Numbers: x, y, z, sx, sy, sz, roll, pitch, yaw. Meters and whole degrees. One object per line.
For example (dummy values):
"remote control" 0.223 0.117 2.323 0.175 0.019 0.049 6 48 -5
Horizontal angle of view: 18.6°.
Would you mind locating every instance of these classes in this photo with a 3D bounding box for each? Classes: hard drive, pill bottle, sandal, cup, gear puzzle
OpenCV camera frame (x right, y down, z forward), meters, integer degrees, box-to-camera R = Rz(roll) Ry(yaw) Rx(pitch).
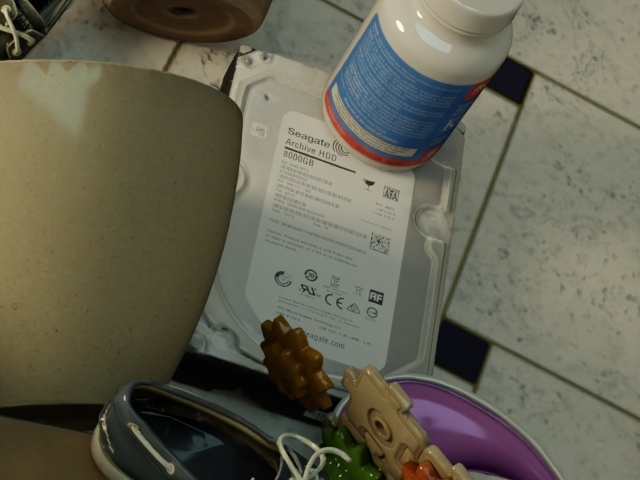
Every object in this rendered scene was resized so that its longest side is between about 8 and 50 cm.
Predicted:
"hard drive" 0.000 0.000 1.755 0.236 0.064 0.339 19 54 -12
"pill bottle" 0.094 -0.168 1.720 0.124 0.221 0.124 11 56 -17
"sandal" 0.175 0.269 1.600 0.169 0.102 0.416 -40 86 -18
"cup" -0.219 0.023 1.513 0.331 0.331 0.237 2 75 -22
"gear puzzle" 0.049 0.190 1.511 0.044 0.175 0.339 -28 68 -27

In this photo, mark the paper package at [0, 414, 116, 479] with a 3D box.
"paper package" -0.131 0.314 1.439 0.324 0.168 0.310 12 55 -15

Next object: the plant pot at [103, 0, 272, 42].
"plant pot" -0.116 -0.313 1.810 0.263 0.263 0.229 11 76 -16

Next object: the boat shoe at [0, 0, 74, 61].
"boat shoe" -0.280 -0.196 1.724 0.078 0.070 0.219 52 58 -30

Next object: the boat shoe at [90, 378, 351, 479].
"boat shoe" -0.043 0.178 1.410 0.254 0.079 0.095 33 51 -1
